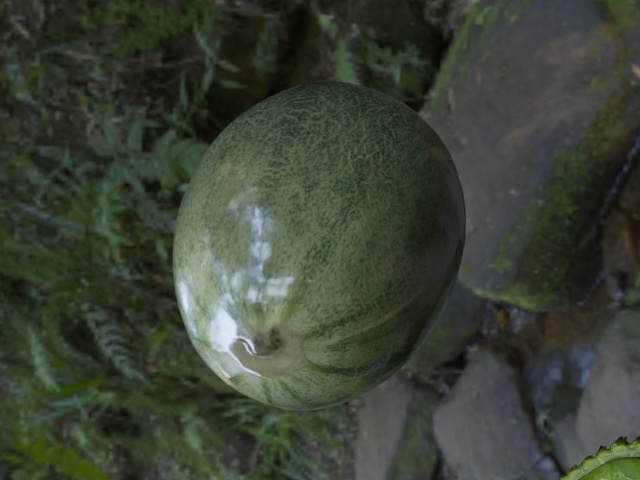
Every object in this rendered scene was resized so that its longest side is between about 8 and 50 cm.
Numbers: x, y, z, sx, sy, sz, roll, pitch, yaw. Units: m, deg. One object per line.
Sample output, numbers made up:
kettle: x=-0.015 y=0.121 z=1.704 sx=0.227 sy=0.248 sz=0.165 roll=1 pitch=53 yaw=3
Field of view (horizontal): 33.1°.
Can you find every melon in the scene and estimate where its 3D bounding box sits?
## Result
melon: x=0.000 y=0.000 z=0.916 sx=0.329 sy=0.249 sz=0.248 roll=-69 pitch=-7 yaw=-57

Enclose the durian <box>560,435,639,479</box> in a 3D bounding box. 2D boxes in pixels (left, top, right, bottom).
durian: x=0.338 y=0.315 z=1.165 sx=0.158 sy=0.352 sz=0.169 roll=55 pitch=-161 yaw=2
